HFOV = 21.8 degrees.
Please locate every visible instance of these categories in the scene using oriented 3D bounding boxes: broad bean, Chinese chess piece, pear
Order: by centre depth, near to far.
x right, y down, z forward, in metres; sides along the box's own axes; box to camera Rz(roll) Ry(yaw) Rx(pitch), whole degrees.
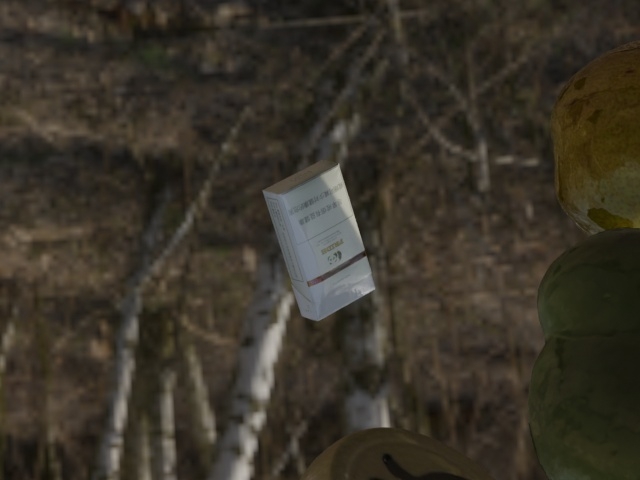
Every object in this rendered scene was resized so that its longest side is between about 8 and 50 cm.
[{"bbox_3d":[0.197,0.078,0.918,0.169,0.228,0.100,-12,129,18],"label":"broad bean"},{"bbox_3d":[0.314,-0.081,1.503,0.209,0.209,0.209,-4,168,-1],"label":"pear"},{"bbox_3d":[0.089,0.296,1.589,0.257,0.257,0.104,6,129,-39],"label":"Chinese chess piece"}]

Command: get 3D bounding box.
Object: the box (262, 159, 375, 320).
[{"bbox_3d":[0.000,0.000,1.792,0.084,0.154,0.040,-29,-155,-29],"label":"box"}]
